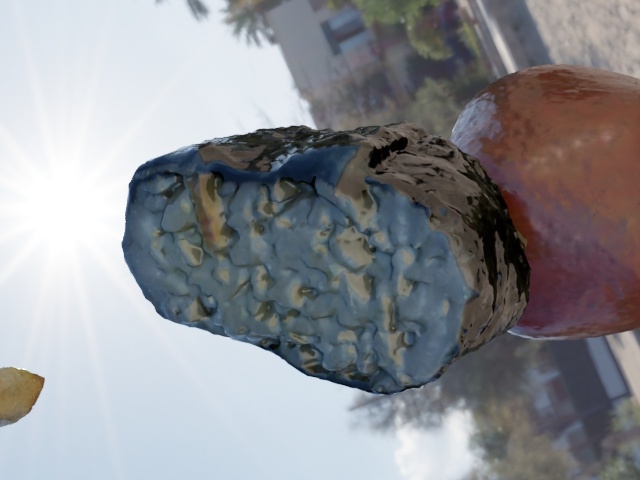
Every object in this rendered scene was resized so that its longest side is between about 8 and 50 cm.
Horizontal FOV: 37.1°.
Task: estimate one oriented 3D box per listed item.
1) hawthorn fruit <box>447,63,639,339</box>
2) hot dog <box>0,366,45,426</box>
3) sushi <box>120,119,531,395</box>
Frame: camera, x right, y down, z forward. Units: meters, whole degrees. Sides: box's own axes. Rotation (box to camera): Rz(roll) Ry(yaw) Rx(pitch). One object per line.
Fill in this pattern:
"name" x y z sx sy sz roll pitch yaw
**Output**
"hawthorn fruit" 0.255 -0.032 0.943 0.311 0.295 0.295 24 158 44
"hot dog" -0.426 0.207 1.188 0.169 0.061 0.078 -14 -90 -51
"sushi" 0.000 0.000 0.830 0.171 0.350 0.211 -32 -56 -56
